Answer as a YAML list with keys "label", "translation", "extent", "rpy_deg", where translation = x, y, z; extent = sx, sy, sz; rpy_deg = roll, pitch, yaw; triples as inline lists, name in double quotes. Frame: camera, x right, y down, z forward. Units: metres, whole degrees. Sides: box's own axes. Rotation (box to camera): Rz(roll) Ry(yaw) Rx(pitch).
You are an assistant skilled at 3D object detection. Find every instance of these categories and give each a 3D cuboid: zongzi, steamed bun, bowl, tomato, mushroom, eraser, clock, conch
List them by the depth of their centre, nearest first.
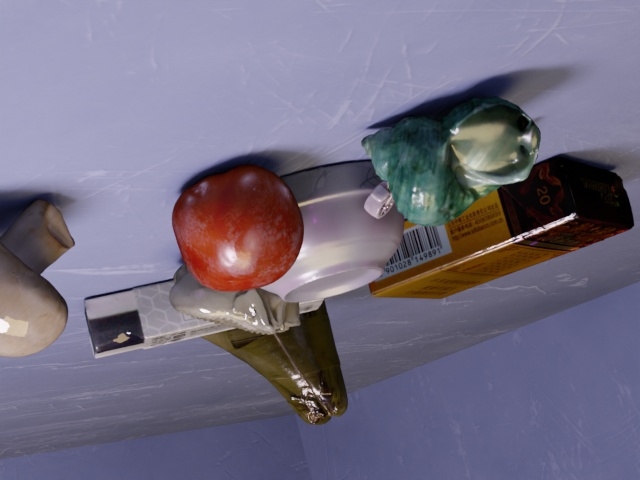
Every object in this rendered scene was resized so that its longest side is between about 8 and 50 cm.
- label: "mushroom"
  translation: [-0.390, 0.037, 1.588]
  extent: [0.204, 0.204, 0.204]
  rpy_deg: [-14, 167, -4]
- label: "conch"
  translation: [0.160, -0.110, 1.659]
  extent: [0.202, 0.134, 0.196]
  rpy_deg: [-4, 123, -20]
- label: "tomato"
  translation: [-0.116, -0.013, 1.691]
  extent: [0.187, 0.151, 0.187]
  rpy_deg: [4, 158, 2]
- label: "clock"
  translation: [0.110, -0.088, 1.768]
  extent: [0.129, 0.041, 0.087]
  rpy_deg: [-45, 159, -15]
- label: "bowl"
  translation: [0.000, 0.000, 1.889]
  extent: [0.287, 0.144, 0.287]
  rpy_deg: [-14, 166, -4]
- label: "steamed bun"
  translation: [-0.126, 0.070, 2.044]
  extent: [0.218, 0.144, 0.211]
  rpy_deg: [14, 175, -7]
- label: "eraser"
  translation: [-0.202, 0.112, 2.218]
  extent: [0.404, 0.096, 0.098]
  rpy_deg: [-11, 167, -13]
- label: "zongzi"
  translation: [-0.114, 0.240, 2.458]
  extent: [0.300, 0.274, 0.145]
  rpy_deg: [-14, 168, 2]

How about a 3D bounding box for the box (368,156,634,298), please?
- label: "box"
  translation: [0.309, -0.012, 2.234]
  extent: [0.415, 0.116, 0.264]
  rpy_deg: [-24, 163, 31]
